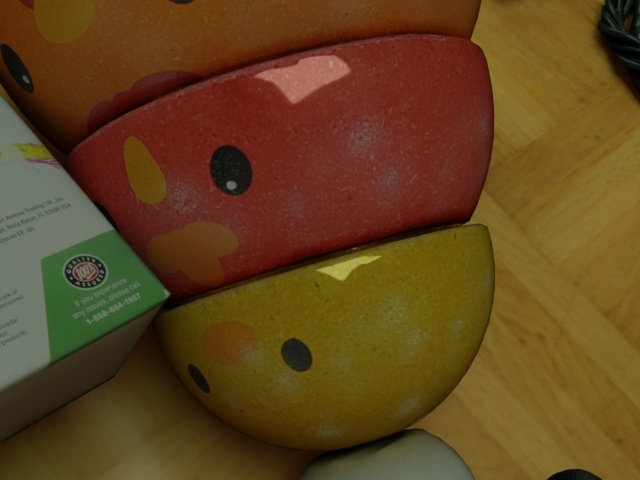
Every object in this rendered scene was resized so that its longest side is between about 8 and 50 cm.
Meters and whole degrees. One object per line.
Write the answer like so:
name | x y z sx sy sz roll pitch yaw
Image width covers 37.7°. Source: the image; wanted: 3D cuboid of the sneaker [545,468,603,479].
sneaker | 0.186 0.289 0.554 0.162 0.106 0.282 15 71 -12

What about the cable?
cable | 0.341 -0.172 0.851 0.150 0.047 0.185 -19 70 -22

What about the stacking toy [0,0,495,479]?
stacking toy | 0.000 0.000 0.567 0.350 0.350 0.480 -16 84 -21

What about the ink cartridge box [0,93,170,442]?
ink cartridge box | -0.208 0.001 0.470 0.212 0.093 0.154 49 42 10
